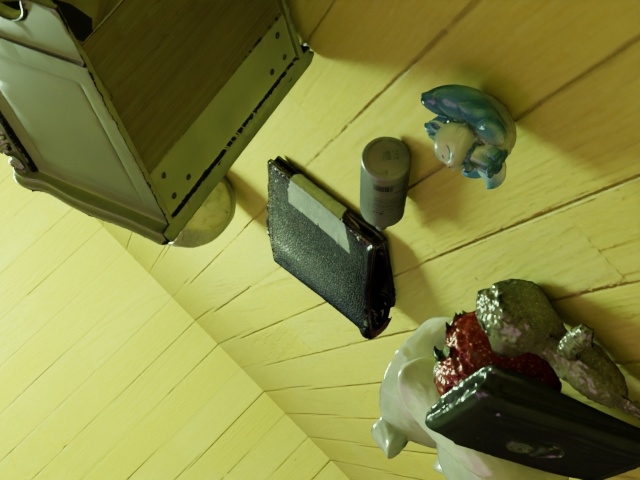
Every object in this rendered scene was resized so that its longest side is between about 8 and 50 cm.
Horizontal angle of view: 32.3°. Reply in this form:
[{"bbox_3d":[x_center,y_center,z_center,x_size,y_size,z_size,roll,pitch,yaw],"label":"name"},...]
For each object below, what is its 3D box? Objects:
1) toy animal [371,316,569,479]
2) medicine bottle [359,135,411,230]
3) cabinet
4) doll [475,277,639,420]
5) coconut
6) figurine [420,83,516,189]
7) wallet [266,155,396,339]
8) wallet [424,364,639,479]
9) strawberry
[{"bbox_3d":[0.215,0.266,1.492,0.265,0.206,0.271,38,161,38],"label":"toy animal"},{"bbox_3d":[0.074,-0.054,1.303,0.058,0.057,0.199,41,165,16],"label":"medicine bottle"},{"bbox_3d":[-0.204,-0.223,1.096,0.228,0.290,0.318,22,152,27],"label":"cabinet"},{"bbox_3d":[0.297,0.147,1.219,0.286,0.091,0.202,35,-174,-12],"label":"doll"},{"bbox_3d":[-0.237,-0.064,1.897,0.161,0.161,0.162,51,156,-20],"label":"coconut"},{"bbox_3d":[0.126,-0.102,1.001,0.114,0.079,0.114,40,170,8],"label":"figurine"},{"bbox_3d":[0.013,0.011,1.629,0.221,0.071,0.262,41,158,26],"label":"wallet"},{"bbox_3d":[0.261,0.228,1.294,0.245,0.052,0.168,22,145,-11],"label":"wallet"},{"bbox_3d":[0.210,0.159,1.355,0.148,0.131,0.131,33,160,40],"label":"strawberry"}]
